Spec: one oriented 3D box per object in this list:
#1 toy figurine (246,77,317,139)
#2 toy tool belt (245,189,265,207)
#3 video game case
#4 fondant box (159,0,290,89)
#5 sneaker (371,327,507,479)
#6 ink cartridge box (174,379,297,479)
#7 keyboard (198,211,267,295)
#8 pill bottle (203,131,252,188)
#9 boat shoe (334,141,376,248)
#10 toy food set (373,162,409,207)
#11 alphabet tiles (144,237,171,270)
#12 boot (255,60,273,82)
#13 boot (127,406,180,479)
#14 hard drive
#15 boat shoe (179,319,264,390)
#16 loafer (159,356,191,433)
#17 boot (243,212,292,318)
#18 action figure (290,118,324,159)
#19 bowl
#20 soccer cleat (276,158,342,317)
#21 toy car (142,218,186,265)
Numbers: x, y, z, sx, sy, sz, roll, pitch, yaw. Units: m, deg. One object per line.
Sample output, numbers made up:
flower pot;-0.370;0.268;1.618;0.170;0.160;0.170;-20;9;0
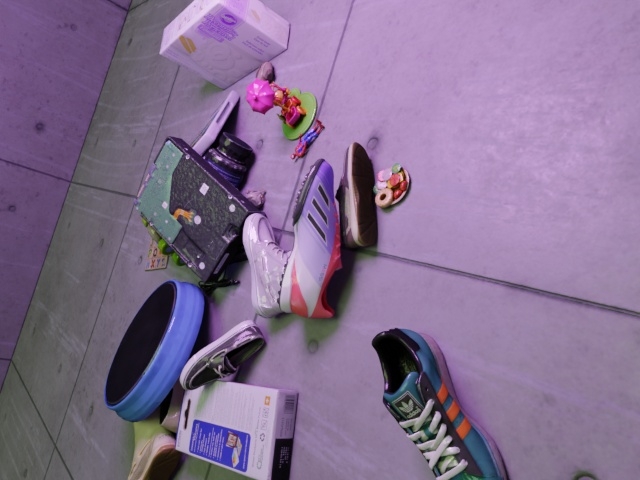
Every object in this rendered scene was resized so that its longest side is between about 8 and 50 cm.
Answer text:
toy figurine;-0.115;-0.357;1.263;0.130;0.159;0.173;-45;46;27
toy tool belt;-0.182;-0.108;1.332;0.083;0.052;0.051;-18;31;39
video game case;-0.384;-0.280;1.536;0.329;0.036;0.300;-38;25;31
fondant box;-0.286;-0.594;1.484;0.330;0.238;0.096;-14;65;45
sneaker;0.157;0.264;0.745;0.108;0.121;0.302;-47;46;25
ink cartridge box;-0.201;0.409;1.128;0.370;0.069;0.176;-8;70;43
keyboard;-0.258;0.041;1.364;0.317;0.033;0.202;-14;65;45
pill bottle;-0.282;-0.184;1.408;0.219;0.122;0.123;-57;42;15
boat shoe;0.063;-0.091;1.022;0.073;0.080;0.224;-18;67;37
toy food set;0.138;-0.109;0.991;0.083;0.020;0.083;-32;53;37
alphabet tiles;-0.516;-0.003;1.682;0.237;0.009;0.199;-9;69;46
boot;-0.174;-0.463;1.466;0.118;0.042;0.087;-51;38;19
boot;-0.465;0.562;1.338;0.262;0.095;0.203;-60;38;19
hard drive;-0.336;-0.085;1.329;0.339;0.064;0.237;41;109;21
boat shoe;-0.225;0.273;1.151;0.219;0.078;0.070;-40;42;-4
loafer;-0.392;0.381;1.328;0.102;0.092;0.269;-52;44;20
boot;-0.099;0.041;1.155;0.123;0.095;0.259;-24;66;33
action figure;-0.037;-0.244;1.235;0.115;0.030;0.038;-52;49;23
bowl;-0.456;0.283;1.360;0.391;0.077;0.391;-39;33;31
soccer cleat;0.000;0.000;1.007;0.116;0.108;0.319;13;97;12
toy car;-0.412;-0.049;1.522;0.188;0.149;0.155;-39;57;-4
